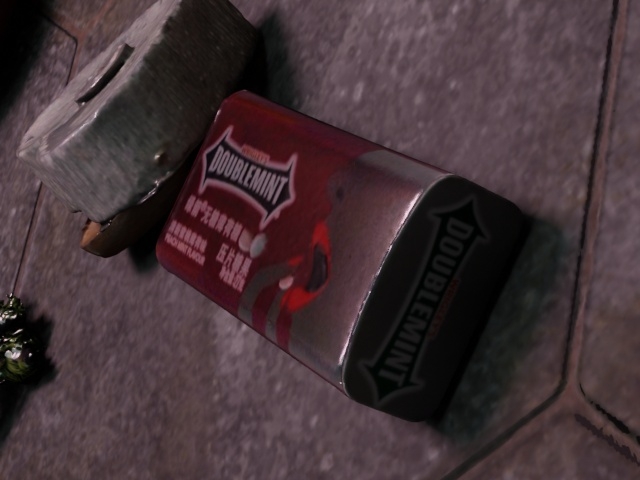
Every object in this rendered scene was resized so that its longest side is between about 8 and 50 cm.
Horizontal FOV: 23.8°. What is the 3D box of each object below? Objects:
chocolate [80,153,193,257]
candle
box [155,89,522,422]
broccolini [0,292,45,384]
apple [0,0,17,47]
[{"bbox_3d":[-0.114,-0.027,0.991,0.101,0.031,0.064,-43,20,19],"label":"chocolate"},{"bbox_3d":[-0.111,-0.089,0.953,0.168,0.068,0.192,-48,19,-11],"label":"candle"},{"bbox_3d":[0.000,0.000,0.787,0.224,0.069,0.120,31,97,58],"label":"box"},{"bbox_3d":[-0.328,0.102,1.077,0.271,0.062,0.123,-27,43,0],"label":"broccolini"},{"bbox_3d":[-0.406,-0.208,1.317,0.306,0.235,0.305,-34,45,41],"label":"apple"}]
